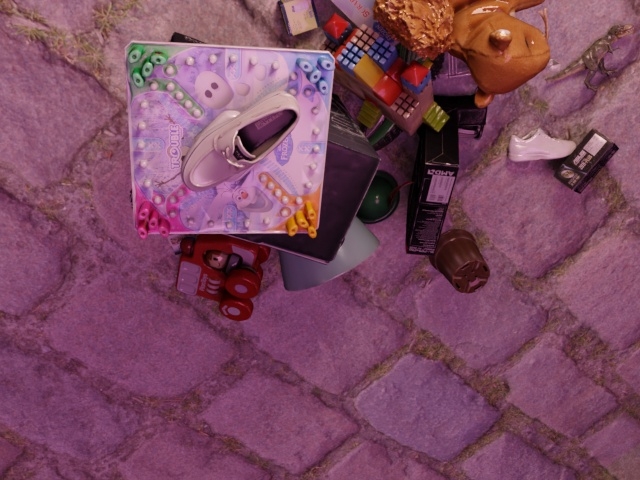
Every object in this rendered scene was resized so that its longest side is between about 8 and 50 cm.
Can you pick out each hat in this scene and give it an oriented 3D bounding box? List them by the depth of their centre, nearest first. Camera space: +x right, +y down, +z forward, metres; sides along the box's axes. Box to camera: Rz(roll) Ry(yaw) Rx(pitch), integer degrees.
[{"bbox_3d":[0.173,-0.098,1.823,0.172,0.184,0.209,-14,122,-4],"label":"hat"}]

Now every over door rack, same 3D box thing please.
[{"bbox_3d":[0.469,-0.560,1.647,0.324,0.108,0.240,-1,122,13],"label":"over door rack"}]

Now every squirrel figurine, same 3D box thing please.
[{"bbox_3d":[0.304,-0.466,1.365,0.396,0.371,0.281,-1,145,-10],"label":"squirrel figurine"}]

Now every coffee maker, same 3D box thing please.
[{"bbox_3d":[0.368,-0.371,1.761,0.178,0.120,0.171,-1,97,-13],"label":"coffee maker"}]

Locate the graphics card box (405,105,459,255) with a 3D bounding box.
[{"bbox_3d":[0.304,-0.157,1.718,0.094,0.233,0.371,6,141,4],"label":"graphics card box"}]

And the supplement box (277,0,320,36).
[{"bbox_3d":[-0.055,-0.573,1.572,0.083,0.056,0.083,-19,122,-1],"label":"supplement box"}]

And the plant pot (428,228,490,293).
[{"bbox_3d":[0.452,0.075,1.996,0.166,0.165,0.167,-5,121,-8],"label":"plant pot"}]

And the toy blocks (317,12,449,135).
[{"bbox_3d":[0.125,-0.405,1.489,0.381,0.261,0.191,39,92,15],"label":"toy blocks"}]

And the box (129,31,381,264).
[{"bbox_3d":[-0.172,-0.234,1.500,0.479,0.472,0.297,17,113,-21],"label":"box"}]

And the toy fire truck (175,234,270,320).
[{"bbox_3d":[-0.294,0.087,1.820,0.253,0.169,0.302,16,139,-5],"label":"toy fire truck"}]

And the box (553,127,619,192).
[{"bbox_3d":[0.812,-0.240,1.899,0.180,0.077,0.147,-55,154,20],"label":"box"}]

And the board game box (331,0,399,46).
[{"bbox_3d":[0.181,-0.643,1.476,0.318,0.066,0.318,-30,139,29],"label":"board game box"}]

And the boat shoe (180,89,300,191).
[{"bbox_3d":[-0.148,-0.173,1.156,0.267,0.088,0.096,-32,120,6],"label":"boat shoe"}]

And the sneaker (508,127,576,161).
[{"bbox_3d":[0.675,-0.296,1.886,0.212,0.080,0.094,-8,109,-6],"label":"sneaker"}]

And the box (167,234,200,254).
[{"bbox_3d":[-0.351,-0.042,1.829,0.206,0.036,0.114,-19,122,-1],"label":"box"}]

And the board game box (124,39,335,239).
[{"bbox_3d":[-0.175,-0.180,1.227,0.389,0.050,0.390,-1,118,-12],"label":"board game box"}]

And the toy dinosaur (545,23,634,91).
[{"bbox_3d":[0.787,-0.505,1.793,0.268,0.064,0.118,-37,106,11],"label":"toy dinosaur"}]

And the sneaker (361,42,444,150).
[{"bbox_3d":[0.193,-0.391,1.705,0.146,0.134,0.344,36,111,13],"label":"sneaker"}]

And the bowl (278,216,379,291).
[{"bbox_3d":[0.000,0.000,1.804,0.311,0.311,0.163,-25,102,3],"label":"bowl"}]
